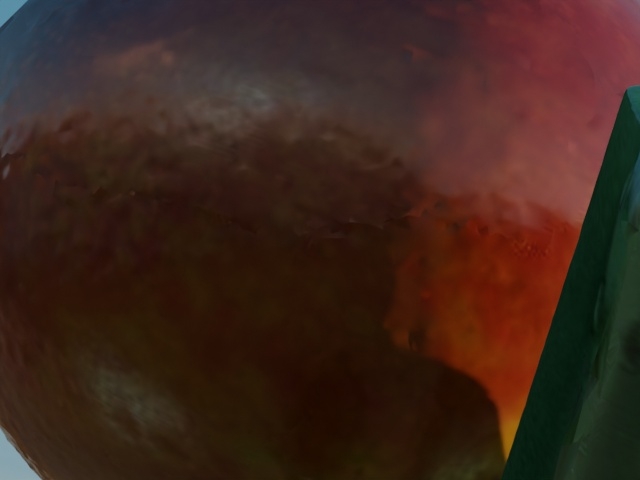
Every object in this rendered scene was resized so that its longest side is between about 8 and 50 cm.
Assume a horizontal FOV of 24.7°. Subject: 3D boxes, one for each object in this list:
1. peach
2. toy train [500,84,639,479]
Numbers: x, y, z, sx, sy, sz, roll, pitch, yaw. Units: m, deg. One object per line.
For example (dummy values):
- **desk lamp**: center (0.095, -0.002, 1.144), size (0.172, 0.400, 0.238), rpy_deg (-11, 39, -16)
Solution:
- **peach**: center (0.000, 0.000, 0.711), size (0.388, 0.388, 0.388), rpy_deg (14, -26, 7)
- **toy train**: center (0.160, 0.088, 0.489), size (0.202, 0.120, 0.301), rpy_deg (-1, -57, -21)
